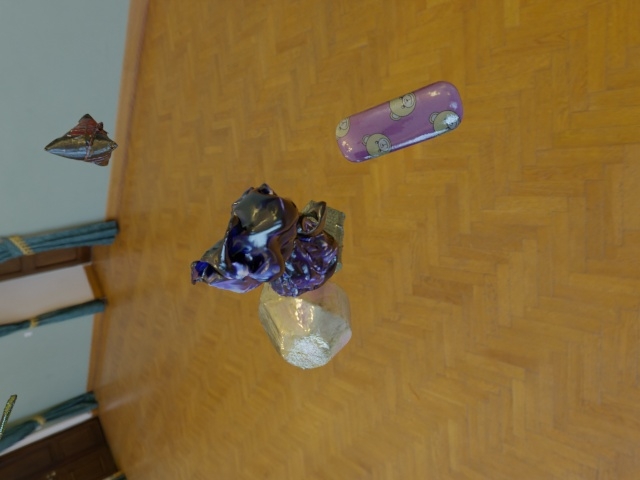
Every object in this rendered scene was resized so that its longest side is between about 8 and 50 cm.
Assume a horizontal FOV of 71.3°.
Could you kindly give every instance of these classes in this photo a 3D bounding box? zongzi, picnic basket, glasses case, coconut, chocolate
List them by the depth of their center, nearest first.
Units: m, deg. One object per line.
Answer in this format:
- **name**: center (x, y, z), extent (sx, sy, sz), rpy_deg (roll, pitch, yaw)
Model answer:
- **chocolate**: center (-0.054, -0.002, 0.522), extent (0.148, 0.343, 0.126), rpy_deg (-35, 80, 3)
- **zongzi**: center (-0.268, -0.114, 0.533), extent (0.073, 0.083, 0.067), rpy_deg (-1, 112, 8)
- **coconut**: center (-0.034, 0.168, 1.055), extent (0.197, 0.236, 0.237), rpy_deg (-33, 76, 31)
- **glasses case**: center (0.189, -0.287, 1.102), extent (0.316, 0.076, 0.123), rpy_deg (-15, 105, 22)
- **picnic basket**: center (0.000, 0.000, 1.433), extent (0.134, 0.154, 0.197), rpy_deg (-44, 33, 52)

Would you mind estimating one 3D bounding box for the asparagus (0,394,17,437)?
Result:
- **asparagus**: center (-0.499, 0.317, 0.683), extent (0.016, 0.013, 0.166), rpy_deg (11, 81, 46)
